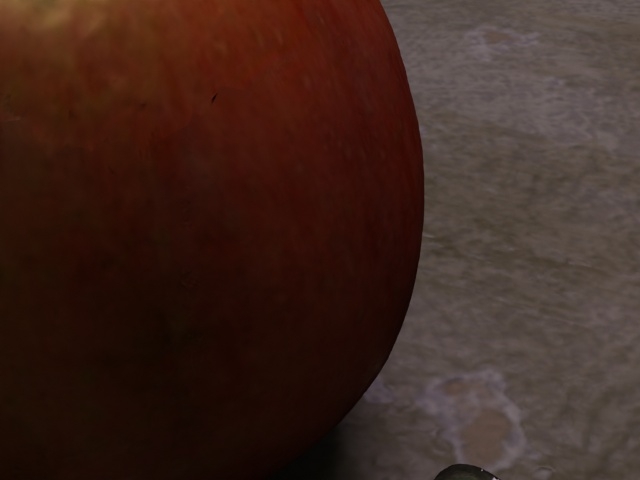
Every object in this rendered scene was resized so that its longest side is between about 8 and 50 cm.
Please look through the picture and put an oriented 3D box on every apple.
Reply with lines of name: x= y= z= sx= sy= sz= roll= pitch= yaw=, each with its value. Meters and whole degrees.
apple: x=-0.125 y=-0.046 z=0.587 sx=0.364 sy=0.363 sz=0.364 roll=2 pitch=39 yaw=-1

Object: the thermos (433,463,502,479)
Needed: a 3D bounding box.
thermos: x=0.016 y=0.180 z=0.538 sx=0.188 sy=0.083 sz=0.073 roll=-25 pitch=40 yaw=-36
